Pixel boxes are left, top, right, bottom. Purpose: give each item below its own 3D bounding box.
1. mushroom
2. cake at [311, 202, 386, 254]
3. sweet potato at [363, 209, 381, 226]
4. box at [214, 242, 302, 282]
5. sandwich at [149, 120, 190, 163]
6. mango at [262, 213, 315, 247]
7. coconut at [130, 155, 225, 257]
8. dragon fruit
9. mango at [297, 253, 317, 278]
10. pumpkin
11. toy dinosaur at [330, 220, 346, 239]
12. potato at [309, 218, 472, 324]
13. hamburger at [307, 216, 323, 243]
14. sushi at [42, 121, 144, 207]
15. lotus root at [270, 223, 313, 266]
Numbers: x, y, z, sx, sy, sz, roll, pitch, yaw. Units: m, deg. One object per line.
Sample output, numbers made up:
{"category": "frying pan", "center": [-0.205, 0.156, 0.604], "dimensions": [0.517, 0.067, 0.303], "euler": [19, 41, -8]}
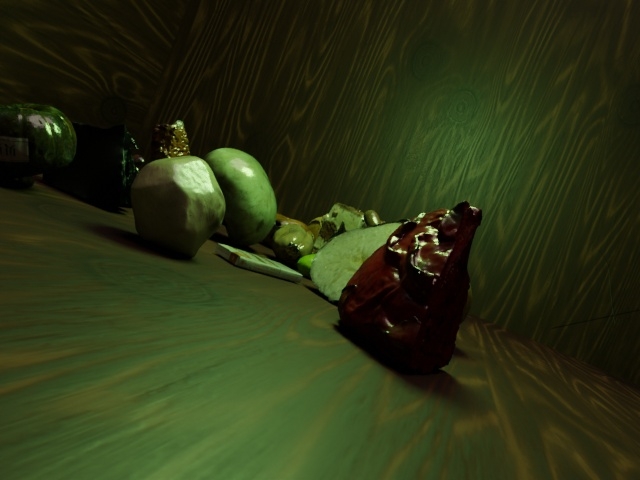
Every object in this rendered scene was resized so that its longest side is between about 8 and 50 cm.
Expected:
{"category": "mushroom", "center": [-0.287, -0.142, 1.785], "dimensions": [0.352, 0.260, 0.352], "euler": [60, -10, 17]}
{"category": "cake", "center": [0.141, 0.030, 2.093], "dimensions": [0.255, 0.290, 0.282], "euler": [19, 6, -33]}
{"category": "sweet potato", "center": [0.210, 0.058, 1.835], "dimensions": [0.109, 0.385, 0.109], "euler": [0, -38, 0]}
{"category": "box", "center": [-0.163, 0.063, 1.418], "dimensions": [0.220, 0.032, 0.122], "euler": [21, 2, -43]}
{"category": "sandwich", "center": [-0.490, -0.245, 1.735], "dimensions": [0.162, 0.301, 0.250], "euler": [13, 21, -12]}
{"category": "mango", "center": [-0.150, -0.026, 2.243], "dimensions": [0.287, 0.153, 0.201], "euler": [23, 11, 42]}
{"category": "coconut", "center": [-0.307, -0.070, 1.152], "dimensions": [0.224, 0.224, 0.224], "euler": [22, 2, -1]}
{"category": "dragon fruit", "center": [0.148, 0.053, 1.017], "dimensions": [0.286, 0.329, 0.228], "euler": [25, 10, 37]}
{"category": "mango", "center": [-0.001, 0.095, 1.722], "dimensions": [0.117, 0.089, 0.163], "euler": [32, 18, 27]}
{"category": "pumpkin", "center": [-0.682, -0.211, 1.192], "dimensions": [0.260, 0.189, 0.260], "euler": [6, 20, -2]}
{"category": "toy dinosaur", "center": [0.082, 0.060, 1.789], "dimensions": [0.162, 0.294, 0.077], "euler": [39, 41, 19]}
{"category": "potato", "center": [0.207, 0.141, 1.440], "dimensions": [0.397, 0.290, 0.296], "euler": [-17, -52, 26]}
{"category": "hamburger", "center": [-0.001, 0.000, 2.303], "dimensions": [0.108, 0.214, 0.213], "euler": [22, 1, -31]}
{"category": "sushi", "center": [-0.612, -0.196, 1.475], "dimensions": [0.227, 0.215, 0.212], "euler": [1, -6, 9]}
{"category": "lotus root", "center": [-0.103, 0.017, 1.853], "dimensions": [0.154, 0.140, 0.257], "euler": [35, 11, -6]}
